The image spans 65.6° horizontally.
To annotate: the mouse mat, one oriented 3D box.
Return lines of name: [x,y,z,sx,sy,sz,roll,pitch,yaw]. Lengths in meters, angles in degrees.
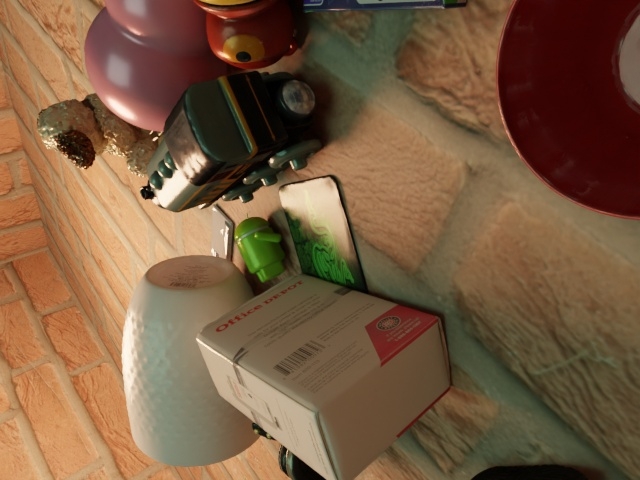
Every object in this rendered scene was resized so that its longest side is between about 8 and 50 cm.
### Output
mouse mat: [0.000,0.000,0.754,0.153,0.007,0.189,-3,107,54]

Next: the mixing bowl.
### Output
mixing bowl: [0.218,-0.113,0.313,0.181,0.098,0.181,31,133,41]

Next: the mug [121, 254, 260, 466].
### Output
mug: [-0.192,0.214,0.946,0.374,0.276,0.328,8,111,18]

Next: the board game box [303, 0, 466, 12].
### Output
board game box: [0.053,-0.298,0.485,0.201,0.035,0.136,26,128,44]

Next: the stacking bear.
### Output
stacking bear: [-0.096,-0.316,0.540,0.289,0.175,0.164,80,-174,-57]

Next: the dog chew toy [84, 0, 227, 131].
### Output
dog chew toy: [-0.212,-0.320,0.699,0.206,0.207,0.332,51,134,22]

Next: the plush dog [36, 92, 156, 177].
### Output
plush dog: [-0.480,-0.248,1.062,0.262,0.225,0.210,32,133,41]

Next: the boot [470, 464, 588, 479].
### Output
boot: [0.268,0.357,0.538,0.208,0.076,0.189,66,161,13]

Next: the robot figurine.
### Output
robot figurine: [-0.104,0.011,0.845,0.115,0.067,0.101,63,157,6]

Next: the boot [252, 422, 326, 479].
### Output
boot: [-0.042,0.292,0.748,0.179,0.236,0.085,1,84,29]

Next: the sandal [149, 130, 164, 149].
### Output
sandal: [-0.286,-0.272,0.945,0.090,0.060,0.219,3,97,46]

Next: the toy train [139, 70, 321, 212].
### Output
toy train: [-0.142,-0.127,0.708,0.334,0.190,0.142,-20,92,56]

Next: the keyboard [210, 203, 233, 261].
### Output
keyboard: [-0.215,0.041,1.065,0.072,0.014,0.256,48,141,34]

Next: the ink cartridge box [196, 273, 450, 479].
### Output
ink cartridge box: [-0.005,0.160,0.672,0.283,0.207,0.117,12,124,50]
